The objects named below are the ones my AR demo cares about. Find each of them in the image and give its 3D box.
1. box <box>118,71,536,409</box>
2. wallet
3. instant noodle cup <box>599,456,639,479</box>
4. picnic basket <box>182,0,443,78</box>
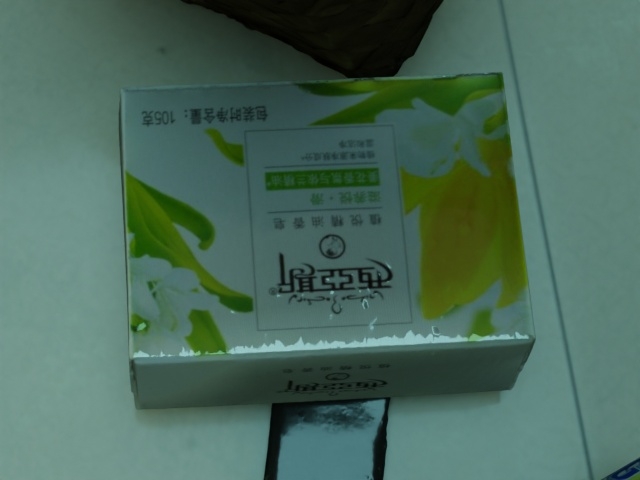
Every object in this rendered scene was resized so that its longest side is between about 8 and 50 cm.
[{"bbox_3d":[0.000,0.000,1.254,0.260,0.111,0.194,-3,68,-7],"label":"box"},{"bbox_3d":[0.001,0.158,1.266,0.082,0.018,0.157,6,75,-2],"label":"wallet"},{"bbox_3d":[0.182,0.241,1.172,0.153,0.205,0.205,-24,78,-4],"label":"instant noodle cup"},{"bbox_3d":[-0.009,-0.293,1.209,0.293,0.337,0.337,26,75,15],"label":"picnic basket"}]
